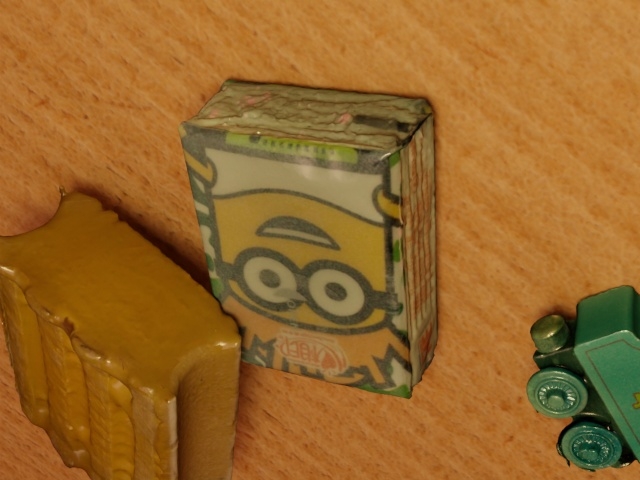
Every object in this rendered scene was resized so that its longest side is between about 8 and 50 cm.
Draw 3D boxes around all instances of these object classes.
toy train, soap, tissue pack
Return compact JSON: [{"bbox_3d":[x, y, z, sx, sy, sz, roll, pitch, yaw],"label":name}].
[{"bbox_3d":[0.301,0.147,1.175,0.154,0.107,0.198,-23,113,28],"label":"toy train"},{"bbox_3d":[-0.232,0.149,1.312,0.293,0.156,0.335,34,143,23],"label":"soap"},{"bbox_3d":[0.000,0.000,1.180,0.227,0.128,0.311,10,128,22],"label":"tissue pack"}]
